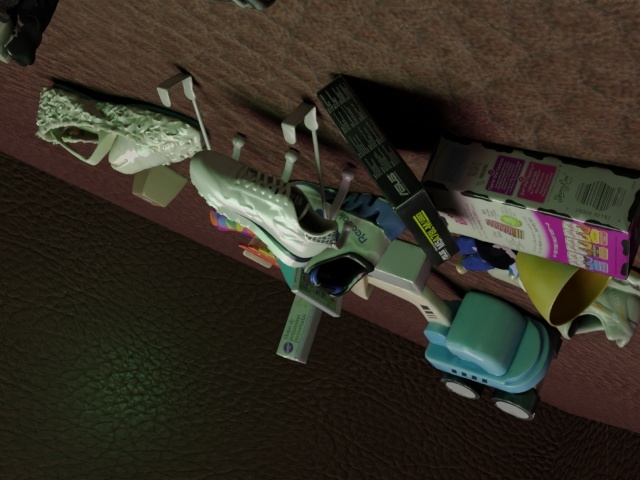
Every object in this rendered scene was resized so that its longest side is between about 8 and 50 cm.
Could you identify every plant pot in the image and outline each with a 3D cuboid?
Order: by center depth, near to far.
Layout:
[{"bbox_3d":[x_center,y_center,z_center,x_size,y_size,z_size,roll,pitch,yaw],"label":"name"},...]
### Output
[{"bbox_3d":[0.330,0.037,0.858,0.095,0.134,0.134,46,-174,38],"label":"plant pot"},{"bbox_3d":[-0.436,-0.148,1.639,0.109,0.096,0.109,31,167,-38],"label":"plant pot"}]

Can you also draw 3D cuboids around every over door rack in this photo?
[{"bbox_3d":[-0.077,-0.130,0.977,0.239,0.108,0.324,19,154,24],"label":"over door rack"}]

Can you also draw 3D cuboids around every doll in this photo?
[{"bbox_3d":[0.268,0.009,0.976,0.129,0.046,0.189,54,157,-7],"label":"doll"}]

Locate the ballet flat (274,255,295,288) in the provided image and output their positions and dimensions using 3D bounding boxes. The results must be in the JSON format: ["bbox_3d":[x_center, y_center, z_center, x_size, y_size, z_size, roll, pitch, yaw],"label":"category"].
[{"bbox_3d":[-0.076,-0.013,1.424,0.107,0.106,0.316,6,135,30],"label":"ballet flat"}]

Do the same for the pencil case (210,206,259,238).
[{"bbox_3d":[-0.176,-0.055,1.538,0.236,0.105,0.104,15,167,44],"label":"pencil case"}]

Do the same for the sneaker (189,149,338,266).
[{"bbox_3d":[-0.081,-0.063,0.899,0.235,0.090,0.095,36,138,-12],"label":"sneaker"}]

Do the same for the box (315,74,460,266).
[{"bbox_3d":[0.083,-0.077,0.733,0.191,0.045,0.184,60,-168,29],"label":"box"}]

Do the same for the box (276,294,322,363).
[{"bbox_3d":[-0.023,0.140,1.542,0.063,0.324,0.067,13,167,22],"label":"box"}]

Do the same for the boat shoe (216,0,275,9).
[{"bbox_3d":[-0.078,-0.249,0.379,0.119,0.121,0.335,15,180,3],"label":"boat shoe"}]

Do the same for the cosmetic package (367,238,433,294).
[{"bbox_3d":[0.124,0.035,1.365,0.230,0.086,0.117,21,170,23],"label":"cosmetic package"}]

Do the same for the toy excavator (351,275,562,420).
[{"bbox_3d":[0.317,0.192,1.489,0.432,0.222,0.445,12,151,42],"label":"toy excavator"}]

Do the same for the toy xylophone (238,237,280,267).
[{"bbox_3d":[-0.144,0.029,1.919,0.236,0.081,0.322,29,168,-22],"label":"toy xylophone"}]

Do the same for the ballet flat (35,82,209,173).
[{"bbox_3d":[-0.399,-0.200,1.211,0.408,0.147,0.147,18,168,25],"label":"ballet flat"}]

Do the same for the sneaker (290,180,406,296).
[{"bbox_3d":[0.001,0.000,1.162,0.315,0.182,0.127,11,156,45],"label":"sneaker"}]

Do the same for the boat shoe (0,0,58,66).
[{"bbox_3d":[-0.401,-0.316,0.576,0.340,0.158,0.127,29,176,-19],"label":"boat shoe"}]

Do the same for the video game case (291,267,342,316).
[{"bbox_3d":[0.006,0.057,1.437,0.023,0.194,0.212,-3,157,29],"label":"video game case"}]

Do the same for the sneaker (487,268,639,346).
[{"bbox_3d":[0.369,0.085,0.968,0.262,0.121,0.099,15,167,45],"label":"sneaker"}]

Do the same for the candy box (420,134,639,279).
[{"bbox_3d":[0.255,-0.039,0.738,0.233,0.071,0.159,17,167,30],"label":"candy box"}]
